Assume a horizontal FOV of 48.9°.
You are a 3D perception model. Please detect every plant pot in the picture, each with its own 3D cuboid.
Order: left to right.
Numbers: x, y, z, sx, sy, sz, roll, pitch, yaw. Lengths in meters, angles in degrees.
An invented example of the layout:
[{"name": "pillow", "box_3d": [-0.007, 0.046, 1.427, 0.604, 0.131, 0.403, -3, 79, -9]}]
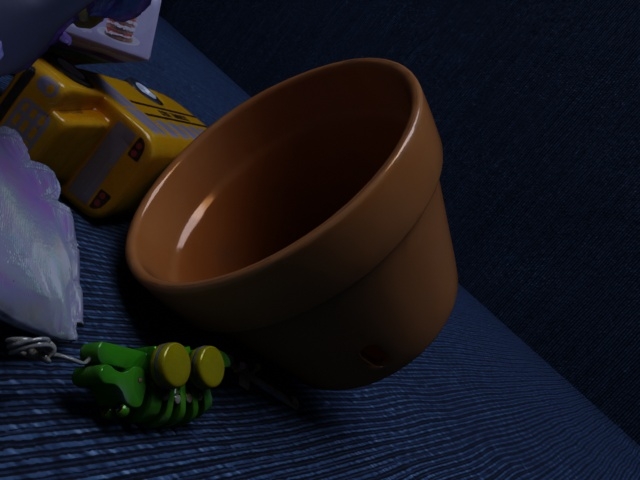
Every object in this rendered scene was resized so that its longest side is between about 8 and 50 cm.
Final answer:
[{"name": "plant pot", "box_3d": [0.000, 0.000, 0.654, 0.203, 0.291, 0.291, 54, 1, -32]}]

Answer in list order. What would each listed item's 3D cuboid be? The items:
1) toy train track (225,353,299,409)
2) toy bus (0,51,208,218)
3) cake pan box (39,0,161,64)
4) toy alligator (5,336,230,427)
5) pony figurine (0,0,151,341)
[{"name": "toy train track", "box_3d": [-0.050, 0.123, 0.624, 0.083, 0.014, 0.048, 37, 11, -16]}, {"name": "toy bus", "box_3d": [-0.214, -0.101, 0.756, 0.130, 0.108, 0.332, 41, 10, 2]}, {"name": "cake pan box", "box_3d": [-0.321, -0.230, 0.643, 0.267, 0.070, 0.245, 11, 0, -44]}, {"name": "toy alligator", "box_3d": [-0.116, 0.091, 0.439, 0.189, 0.056, 0.051, 21, 61, -60]}, {"name": "pony figurine", "box_3d": [-0.190, -0.125, 0.361, 0.303, 0.363, 0.351, 55, 4, 12]}]
